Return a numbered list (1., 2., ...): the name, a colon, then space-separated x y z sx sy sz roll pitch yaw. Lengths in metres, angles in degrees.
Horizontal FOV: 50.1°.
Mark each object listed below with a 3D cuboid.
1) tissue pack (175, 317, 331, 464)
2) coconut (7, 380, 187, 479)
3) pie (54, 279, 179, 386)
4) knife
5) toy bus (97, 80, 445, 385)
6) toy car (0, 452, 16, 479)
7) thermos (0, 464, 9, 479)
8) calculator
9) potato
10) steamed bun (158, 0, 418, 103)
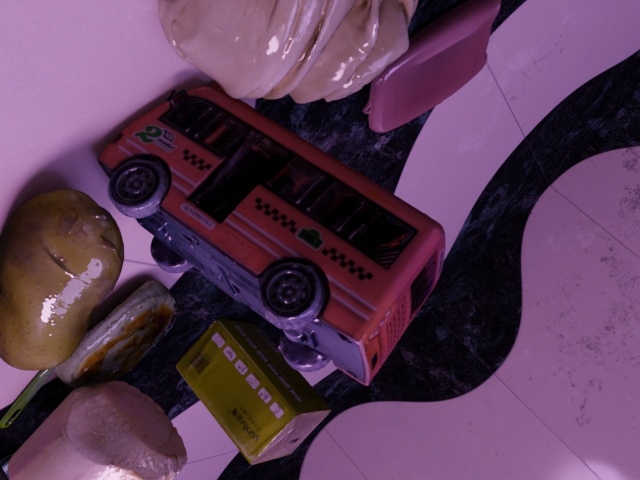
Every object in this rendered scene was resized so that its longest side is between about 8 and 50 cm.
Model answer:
1. tissue pack: -0.143 0.324 1.487 0.167 0.275 0.200 -47 157 9
2. coconut: -0.368 0.372 1.115 0.244 0.239 0.239 -46 157 1
3. pie: -0.338 0.162 1.164 0.240 0.054 0.240 -42 164 -15
4. knife: -0.466 0.236 1.145 0.212 0.015 0.054 -49 161 6
5. toy bus: -0.064 -0.020 0.875 0.233 0.426 0.203 -50 159 -17
6. toy car: -0.579 0.461 1.281 0.093 0.058 0.186 -22 149 -38
7. thermos: -0.538 0.436 1.134 0.137 0.193 0.105 -28 150 -35
8. calculator: 0.210 -0.320 1.282 0.329 0.048 0.220 -35 157 -15
9. potato: -0.336 0.050 0.857 0.143 0.169 0.248 16 111 -30
10. steamed bun: -0.011 -0.280 0.789 0.289 0.203 0.276 -19 146 -44
